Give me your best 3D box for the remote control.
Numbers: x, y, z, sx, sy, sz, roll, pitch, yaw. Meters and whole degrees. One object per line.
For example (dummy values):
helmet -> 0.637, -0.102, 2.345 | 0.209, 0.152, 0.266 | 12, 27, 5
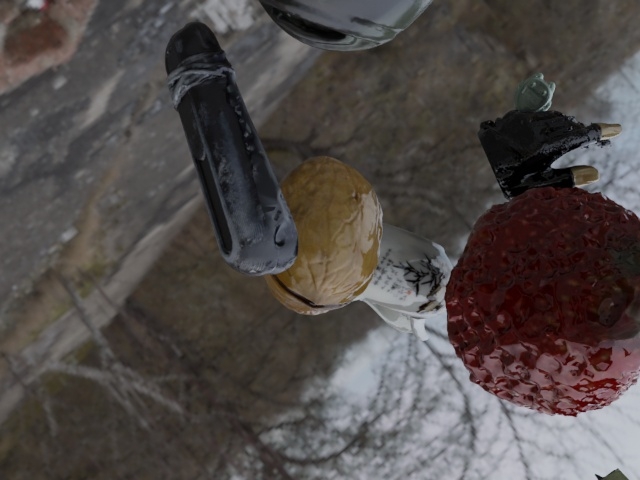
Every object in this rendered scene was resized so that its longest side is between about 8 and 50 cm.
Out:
remote control -> -0.099, -0.088, 1.080 | 0.066, 0.266, 0.090 | -11, 165, -45

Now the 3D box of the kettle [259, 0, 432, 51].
kettle -> 0.054, -0.314, 0.919 | 0.324, 0.228, 0.321 | -69, 169, 15

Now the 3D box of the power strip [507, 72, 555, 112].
power strip -> 0.293, -0.196, 1.581 | 0.083, 0.055, 0.035 | -54, 168, 20

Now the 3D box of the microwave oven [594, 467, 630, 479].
microwave oven -> 0.401, 0.615, 1.747 | 0.394, 0.333, 0.247 | -26, 143, -22

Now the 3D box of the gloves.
gloves -> 0.315, -0.134, 1.515 | 0.181, 0.106, 0.129 | -24, -151, 9

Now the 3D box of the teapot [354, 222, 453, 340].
teapot -> 0.072, 0.050, 1.555 | 0.300, 0.208, 0.166 | 10, 106, -47

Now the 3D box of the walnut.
walnut -> 0.000, 0.000, 1.248 | 0.144, 0.144, 0.180 | -40, -140, 49

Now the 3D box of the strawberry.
strawberry -> 0.285, 0.066, 1.358 | 0.292, 0.292, 0.310 | -39, 159, 2
